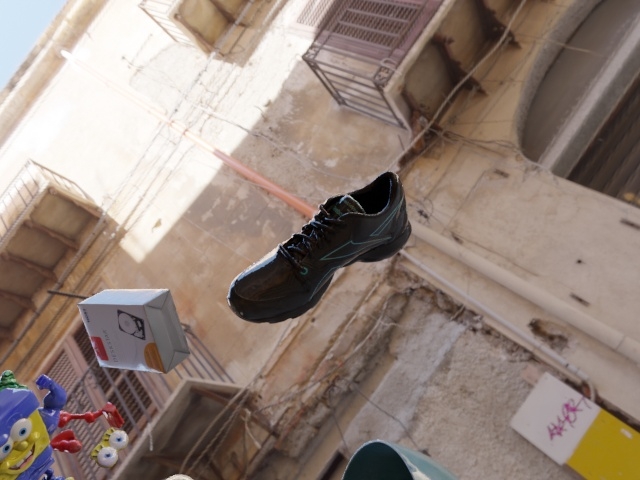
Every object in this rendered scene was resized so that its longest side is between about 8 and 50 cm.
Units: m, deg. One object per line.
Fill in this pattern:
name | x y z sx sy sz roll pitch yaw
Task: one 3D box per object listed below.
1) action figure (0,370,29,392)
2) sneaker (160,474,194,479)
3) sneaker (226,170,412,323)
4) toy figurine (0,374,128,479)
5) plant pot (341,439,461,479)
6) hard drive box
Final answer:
action figure | -0.632 0.377 0.895 0.137 0.232 0.063 7 -26 -33
sneaker | -0.357 0.571 0.775 0.148 0.131 0.350 -32 6 47
sneaker | 0.000 0.000 0.554 0.267 0.101 0.106 -31 -38 -23
toy figurine | -0.462 0.301 0.602 0.362 0.191 0.217 -52 -41 -53
plant pot | 0.170 0.494 0.739 0.196 0.290 0.290 15 -72 -20
hard drive box | -0.453 0.216 1.095 0.089 0.232 0.181 -37 -62 -57
